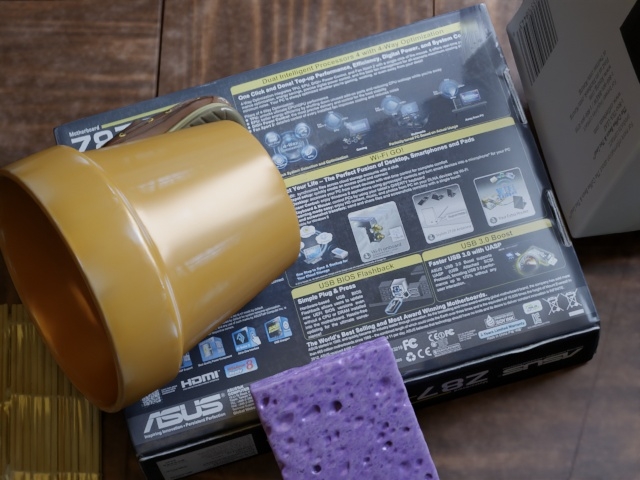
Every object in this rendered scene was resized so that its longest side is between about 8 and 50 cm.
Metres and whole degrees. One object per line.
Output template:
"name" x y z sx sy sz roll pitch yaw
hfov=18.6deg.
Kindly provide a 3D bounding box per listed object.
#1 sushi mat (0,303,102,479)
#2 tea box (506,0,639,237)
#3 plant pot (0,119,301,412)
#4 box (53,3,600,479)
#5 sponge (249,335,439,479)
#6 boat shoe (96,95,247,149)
"sushi mat" -0.256 0.200 1.621 0.151 0.019 0.317 -5 65 3
"tea box" 0.364 -0.183 1.538 0.323 0.329 0.220 -6 64 -17
"plant pot" -0.126 0.002 1.516 0.188 0.205 0.205 -27 66 -22
"box" 0.000 0.000 1.649 0.394 0.097 0.318 -17 68 -3
"sponge" 0.034 0.193 1.544 0.117 0.031 0.210 -20 97 -3
"boat shoe" -0.147 -0.065 1.615 0.178 0.064 0.060 -29 33 -4
